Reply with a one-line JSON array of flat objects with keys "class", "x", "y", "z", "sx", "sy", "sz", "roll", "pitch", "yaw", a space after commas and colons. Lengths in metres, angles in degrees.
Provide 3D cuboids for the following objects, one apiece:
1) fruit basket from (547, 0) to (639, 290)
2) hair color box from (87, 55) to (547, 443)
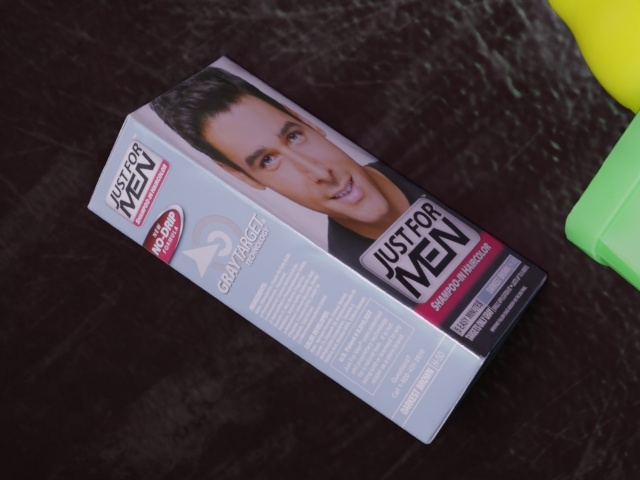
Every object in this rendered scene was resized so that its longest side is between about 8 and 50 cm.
[{"class": "fruit basket", "x": 0.341, "y": -0.133, "z": 1.305, "sx": 0.392, "sy": 0.283, "sz": 0.392, "roll": -20, "pitch": 67, "yaw": 56}, {"class": "hair color box", "x": 0.000, "y": 0.000, "z": 1.525, "sx": 0.374, "sy": 0.185, "sz": 0.113, "roll": 34, "pitch": 123, "yaw": 9}]
